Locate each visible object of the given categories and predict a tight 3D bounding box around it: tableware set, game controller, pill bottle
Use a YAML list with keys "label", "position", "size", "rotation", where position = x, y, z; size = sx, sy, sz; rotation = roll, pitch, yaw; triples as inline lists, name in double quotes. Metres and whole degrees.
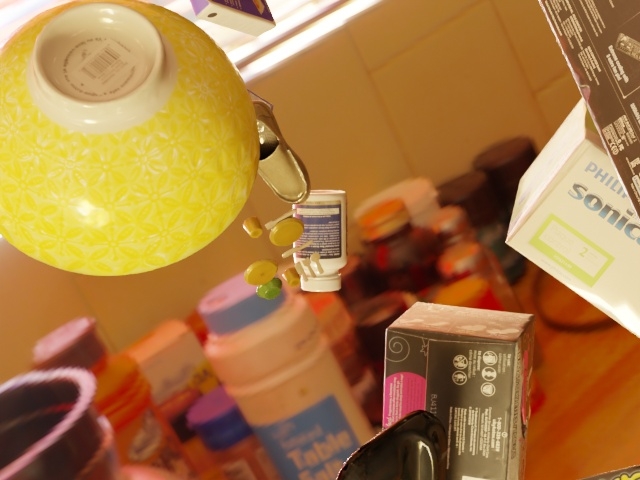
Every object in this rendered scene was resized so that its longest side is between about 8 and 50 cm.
- label: "tableware set"
  position: [-0.060, 0.017, 1.627]
  size: [0.104, 0.154, 0.024]
  rotation: [-28, 51, -3]
- label: "game controller"
  position: [0.074, 0.342, 1.362]
  size: [0.166, 0.319, 0.067]
  rotation: [-21, 34, -34]
- label: "pill bottle"
  position: [0.000, 0.000, 2.141]
  size: [0.094, 0.169, 0.094]
  rotation: [-1, 6, 0]

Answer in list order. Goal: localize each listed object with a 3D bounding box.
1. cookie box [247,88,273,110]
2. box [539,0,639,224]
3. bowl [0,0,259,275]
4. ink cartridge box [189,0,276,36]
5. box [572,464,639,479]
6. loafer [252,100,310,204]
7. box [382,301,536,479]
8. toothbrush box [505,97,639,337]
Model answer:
- label: "cookie box"
  position: [-0.141, -0.198, 1.896]
  size: [0.092, 0.107, 0.040]
  rotation: [-35, 34, 42]
- label: "box"
  position: [0.309, -0.164, 0.926]
  size: [0.242, 0.076, 0.307]
  rotation: [-36, 50, 27]
- label: "bowl"
  position: [-0.198, -0.129, 1.152]
  size: [0.289, 0.289, 0.156]
  rotation: [-34, -21, -20]
- label: "ink cartridge box"
  position: [-0.165, -0.395, 1.724]
  size: [0.045, 0.206, 0.208]
  rotation: [-29, -17, 25]
- label: "box"
  position: [0.326, 0.278, 1.217]
  size: [0.207, 0.036, 0.114]
  rotation: [-16, 63, 16]
- label: "loafer"
  position: [-0.063, -0.105, 1.578]
  size: [0.056, 0.148, 0.050]
  rotation: [-25, 17, 22]
- label: "box"
  position: [0.170, 0.214, 1.510]
  size: [0.163, 0.247, 0.142]
  rotation: [5, 14, 18]
- label: "toothbrush box"
  position: [0.299, -0.017, 1.174]
  size: [0.122, 0.206, 0.283]
  rotation: [-55, -1, 17]
